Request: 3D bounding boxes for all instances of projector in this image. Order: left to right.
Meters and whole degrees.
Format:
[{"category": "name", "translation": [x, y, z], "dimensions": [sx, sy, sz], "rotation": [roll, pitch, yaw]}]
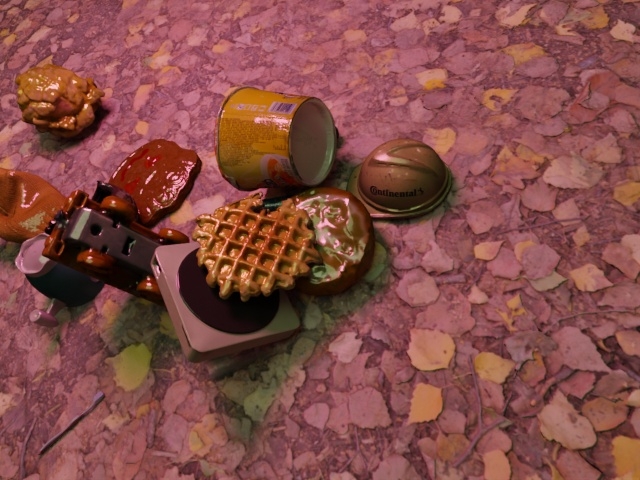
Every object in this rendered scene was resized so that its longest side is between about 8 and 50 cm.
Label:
[{"category": "projector", "translation": [-0.207, 0.119, 1.110], "dimensions": [0.259, 0.079, 0.257], "rotation": [-7, 57, -39]}]

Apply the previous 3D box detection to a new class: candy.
[{"category": "candy", "translation": [0.000, 0.000, 1.173], "dimensions": [0.259, 0.118, 0.260], "rotation": [-7, 64, 14]}]

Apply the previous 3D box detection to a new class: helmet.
[{"category": "helmet", "translation": [-0.533, -0.063, 1.334], "dimensions": [0.177, 0.107, 0.153], "rotation": [50, 115, 28]}, {"category": "helmet", "translation": [0.171, -0.163, 1.193], "dimensions": [0.257, 0.137, 0.204], "rotation": [-10, 61, 12]}]

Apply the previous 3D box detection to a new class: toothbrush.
[{"category": "toothbrush", "translation": [-0.576, 0.422, 1.183], "dimensions": [0.193, 0.013, 0.019], "rotation": [-45, 54, -9]}]

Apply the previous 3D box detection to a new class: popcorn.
[{"category": "popcorn", "translation": [-0.814, -0.429, 1.595], "dimensions": [0.259, 0.259, 0.212], "rotation": [15, 83, 23]}]

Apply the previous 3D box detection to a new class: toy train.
[{"category": "toy train", "translation": [-0.443, 0.038, 1.178], "dimensions": [0.231, 0.369, 0.163], "rotation": [-10, 57, 43]}]

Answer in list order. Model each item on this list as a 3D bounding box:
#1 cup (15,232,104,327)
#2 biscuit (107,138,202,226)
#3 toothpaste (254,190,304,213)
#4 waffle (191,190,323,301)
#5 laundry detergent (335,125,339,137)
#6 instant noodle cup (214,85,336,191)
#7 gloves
[{"category": "cup", "translation": [-0.666, 0.068, 1.305], "dimensions": [0.167, 0.173, 0.300], "rotation": [0, 63, 16]}, {"category": "biscuit", "translation": [-0.482, -0.169, 1.448], "dimensions": [0.257, 0.049, 0.273], "rotation": [24, 74, 25]}, {"category": "toothpaste", "translation": [-0.126, -0.089, 1.305], "dimensions": [0.197, 0.035, 0.057], "rotation": [-6, 78, 12]}, {"category": "waffle", "translation": [-0.134, 0.007, 1.091], "dimensions": [0.261, 0.056, 0.250], "rotation": [-22, 63, -18]}, {"category": "laundry detergent", "translation": [-0.048, -0.313, 1.382], "dimensions": [0.096, 0.061, 0.206], "rotation": [-45, 60, -5]}, {"category": "instant noodle cup", "translation": [-0.094, -0.239, 1.225], "dimensions": [0.200, 0.264, 0.264], "rotation": [8, 65, 31]}, {"category": "gloves", "translation": [-0.831, -0.085, 1.444], "dimensions": [0.356, 0.155, 0.203], "rotation": [28, 81, 11]}]
